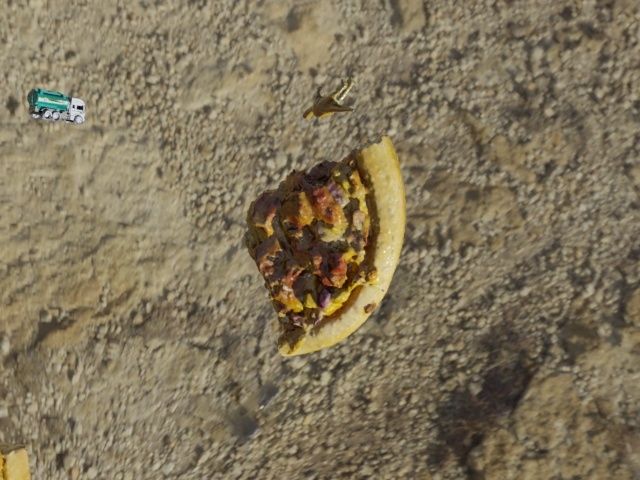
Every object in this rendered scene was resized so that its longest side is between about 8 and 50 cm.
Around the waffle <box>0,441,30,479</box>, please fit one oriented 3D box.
[{"bbox_3d":[-0.586,0.466,1.600,0.098,0.328,0.224,-3,81,-30],"label":"waffle"}]

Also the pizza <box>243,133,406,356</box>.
[{"bbox_3d":[0.000,0.000,1.457,0.278,0.408,0.114,38,23,19],"label":"pizza"}]

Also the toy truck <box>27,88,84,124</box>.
[{"bbox_3d":[-0.379,-0.192,1.303,0.083,0.039,0.044,3,98,-48],"label":"toy truck"}]

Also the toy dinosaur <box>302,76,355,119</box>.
[{"bbox_3d":[0.011,-0.231,1.610,0.039,0.126,0.162,36,29,-24],"label":"toy dinosaur"}]
